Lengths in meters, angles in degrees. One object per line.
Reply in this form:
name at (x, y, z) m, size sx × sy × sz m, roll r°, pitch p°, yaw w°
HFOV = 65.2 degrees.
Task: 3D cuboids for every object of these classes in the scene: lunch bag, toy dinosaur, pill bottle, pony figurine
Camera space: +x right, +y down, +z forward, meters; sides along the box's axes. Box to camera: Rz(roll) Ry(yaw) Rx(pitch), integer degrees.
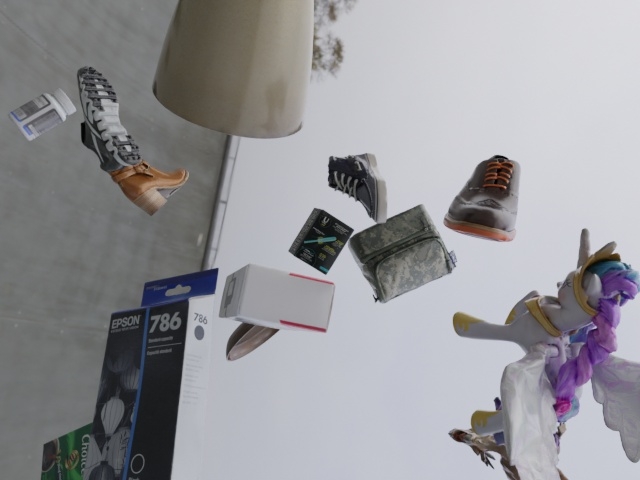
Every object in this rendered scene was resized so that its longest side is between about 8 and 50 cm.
lunch bag at (0.276, 0.050, 1.707) m, size 0.212 × 0.305 × 0.255 m, roll 103°, pitch -37°, yaw -81°
toy dinosaur at (0.407, 0.457, 1.008) m, size 0.127 × 0.295 × 0.200 m, roll -43°, pitch -162°, yaw -32°
pill bottle at (-0.685, -0.313, 1.237) m, size 0.137 × 0.078 × 0.078 m, roll -40°, pitch -172°, yaw -20°
pony figurine at (0.348, 0.202, 0.749) m, size 0.363 × 0.303 × 0.350 m, roll 118°, pitch -28°, yaw -61°

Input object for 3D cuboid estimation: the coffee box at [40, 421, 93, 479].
coffee box at (-0.431, 0.400, 0.921) m, size 0.184 × 0.040 × 0.113 m, roll -25°, pitch -125°, yaw 14°

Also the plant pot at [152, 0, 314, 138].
plant pot at (-0.111, -0.339, 0.773) m, size 0.256 × 0.257 × 0.273 m, roll -103°, pitch -152°, yaw -51°

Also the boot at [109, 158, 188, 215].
boot at (-0.404, -0.162, 1.177) m, size 0.073 × 0.152 × 0.197 m, roll -34°, pitch -160°, yaw 27°

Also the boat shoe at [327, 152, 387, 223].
boat shoe at (0.103, -0.157, 1.504) m, size 0.340 × 0.158 × 0.127 m, roll -96°, pitch -174°, yaw -58°

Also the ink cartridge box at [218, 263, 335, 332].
ink cartridge box at (-0.096, 0.121, 1.000) m, size 0.237 × 0.172 × 0.100 m, roll 155°, pitch -53°, yaw -69°

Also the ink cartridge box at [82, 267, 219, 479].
ink cartridge box at (-0.241, 0.196, 0.724) m, size 0.166 × 0.065 × 0.332 m, roll -14°, pitch -118°, yaw 25°

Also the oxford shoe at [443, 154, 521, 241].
oxford shoe at (0.235, -0.067, 0.711) m, size 0.271 × 0.097 × 0.098 m, roll -43°, pitch 144°, yaw -66°

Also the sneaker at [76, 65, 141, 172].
sneaker at (-0.468, -0.246, 1.052) m, size 0.106 × 0.078 × 0.234 m, roll -25°, pitch -91°, yaw 28°

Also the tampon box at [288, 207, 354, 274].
tampon box at (0.000, 0.000, 1.499) m, size 0.161 × 0.120 × 0.101 m, roll -58°, pitch -164°, yaw -1°

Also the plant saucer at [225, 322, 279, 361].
plant saucer at (-0.194, 0.281, 1.655) m, size 0.050 × 0.311 × 0.310 m, roll 50°, pitch -41°, yaw 15°
